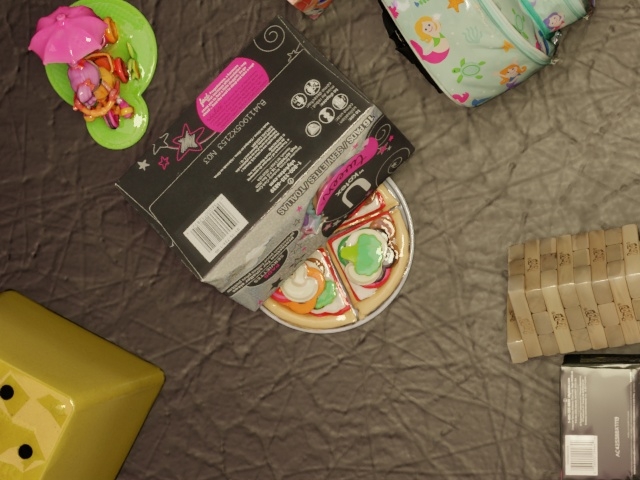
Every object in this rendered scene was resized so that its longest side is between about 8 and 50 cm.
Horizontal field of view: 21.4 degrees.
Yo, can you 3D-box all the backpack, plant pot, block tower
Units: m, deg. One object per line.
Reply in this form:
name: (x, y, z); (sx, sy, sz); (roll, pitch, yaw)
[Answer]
backpack: (0.151, -0.251, 1.663); (0.191, 0.253, 0.225); (-31, 95, 26)
plant pot: (-0.320, 0.191, 1.798); (0.212, 0.187, 0.212); (27, 94, 8)
block tower: (0.347, 0.038, 1.708); (0.335, 0.091, 0.097); (-11, 123, 15)

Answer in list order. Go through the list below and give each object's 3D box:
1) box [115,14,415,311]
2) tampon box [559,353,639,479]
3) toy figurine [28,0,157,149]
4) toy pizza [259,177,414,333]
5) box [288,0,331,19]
box: (-0.054, -0.075, 1.754); (0.247, 0.142, 0.163); (-46, 64, 4)
tampon box: (0.294, 0.177, 1.712); (0.101, 0.161, 0.120); (-1, 89, 9)
toy figurine: (-0.250, -0.184, 1.800); (0.130, 0.159, 0.173); (-14, 88, 9)
toy pizza: (0.000, 0.000, 1.824); (0.201, 0.032, 0.201); (0, 90, 9)
box: (-0.080, -0.387, 1.781); (0.300, 0.142, 0.154); (42, 97, 7)
